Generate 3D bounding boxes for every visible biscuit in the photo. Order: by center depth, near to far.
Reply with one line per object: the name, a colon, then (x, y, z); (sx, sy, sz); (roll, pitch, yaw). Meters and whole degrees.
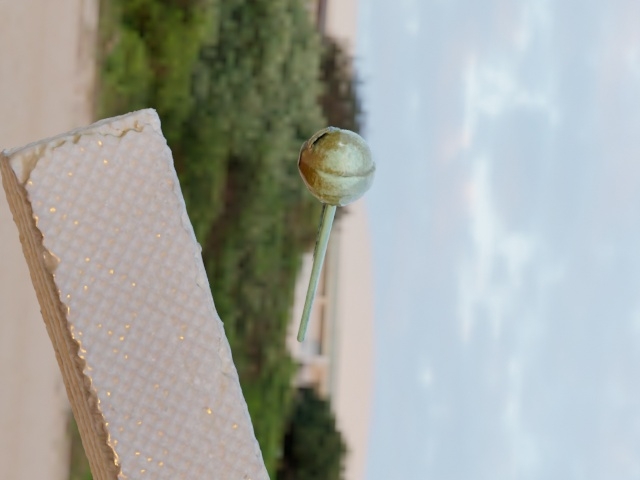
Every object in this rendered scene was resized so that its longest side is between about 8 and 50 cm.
biscuit: (-0.137, 0.111, 1.599); (0.078, 0.144, 0.426); (4, -69, 68)

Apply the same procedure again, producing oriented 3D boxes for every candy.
candy: (0.000, 0.000, 1.547); (0.061, 0.061, 0.202); (-96, -165, -53)
